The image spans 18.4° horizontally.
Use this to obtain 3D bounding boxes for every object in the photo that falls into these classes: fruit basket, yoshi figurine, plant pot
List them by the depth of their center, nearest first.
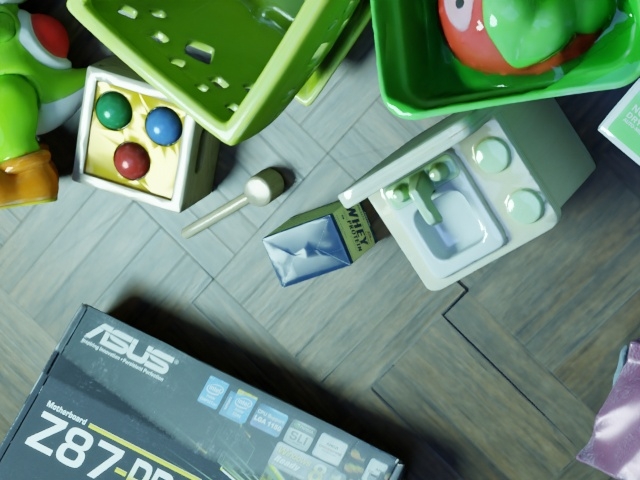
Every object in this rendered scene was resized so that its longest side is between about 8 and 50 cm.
[{"bbox_3d":[0.154,-0.298,1.667,0.283,0.392,0.392,-8,104,23],"label":"fruit basket"},{"bbox_3d":[-0.063,-0.252,1.875,0.228,0.207,0.227,41,116,15],"label":"plant pot"},{"bbox_3d":[-0.374,-0.210,2.031,0.203,0.203,0.362,-3,98,33],"label":"yoshi figurine"}]

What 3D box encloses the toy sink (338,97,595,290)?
[{"bbox_3d":[0.144,-0.051,1.853,0.153,0.234,0.131,-31,93,26],"label":"toy sink"}]

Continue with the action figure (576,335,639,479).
[{"bbox_3d":[0.403,0.207,1.799,0.370,0.276,0.248,12,140,48],"label":"action figure"}]

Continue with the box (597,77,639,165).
[{"bbox_3d":[0.404,-0.083,1.743,0.262,0.231,0.127,41,116,4],"label":"box"}]

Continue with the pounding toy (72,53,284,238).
[{"bbox_3d":[-0.146,-0.075,2.037,0.206,0.094,0.181,17,112,16],"label":"pounding toy"}]

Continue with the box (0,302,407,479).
[{"bbox_3d":[-0.151,0.292,2.069,0.395,0.097,0.318,26,75,12],"label":"box"}]

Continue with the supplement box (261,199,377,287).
[{"bbox_3d":[0.000,0.000,2.009,0.083,0.083,0.056,-19,99,25],"label":"supplement box"}]
